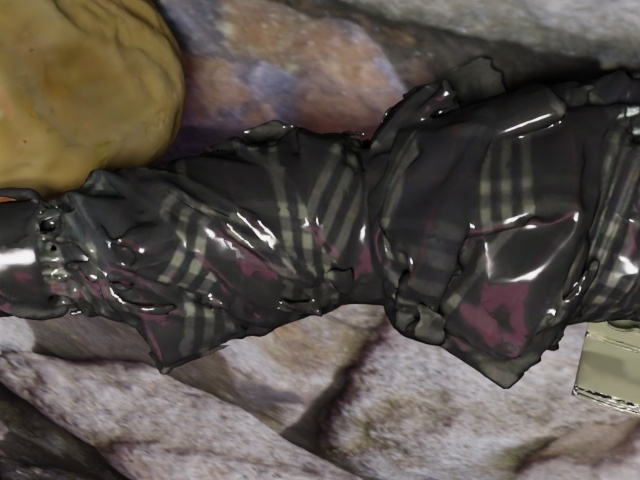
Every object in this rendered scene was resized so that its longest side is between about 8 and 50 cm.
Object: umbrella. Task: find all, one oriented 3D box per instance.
[{"bbox_3d":[0.004,0.011,0.627,0.336,0.154,0.128,-16,152,-5],"label":"umbrella"}]

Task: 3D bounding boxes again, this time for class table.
[{"bbox_3d":[0.175,0.039,0.715,0.062,0.079,0.083,16,147,15],"label":"table"}]

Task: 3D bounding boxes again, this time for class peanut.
[{"bbox_3d":[-0.191,-0.123,0.638,0.159,0.143,0.291,-34,128,8],"label":"peanut"}]

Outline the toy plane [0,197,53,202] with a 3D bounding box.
[{"bbox_3d":[-0.144,-0.009,0.862,0.197,0.078,0.053,18,154,37],"label":"toy plane"}]
